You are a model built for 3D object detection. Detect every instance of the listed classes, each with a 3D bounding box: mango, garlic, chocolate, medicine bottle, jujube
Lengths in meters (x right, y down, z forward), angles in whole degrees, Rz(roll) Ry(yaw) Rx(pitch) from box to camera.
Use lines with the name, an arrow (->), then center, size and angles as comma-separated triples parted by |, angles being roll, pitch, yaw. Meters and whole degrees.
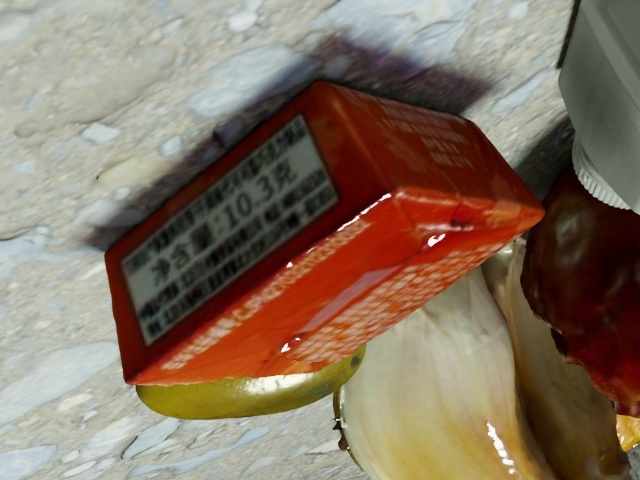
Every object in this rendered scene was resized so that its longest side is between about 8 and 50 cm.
mango -> -0.057, 0.098, 1.173 | 0.195, 0.098, 0.137 | -21, 165, -3
garlic -> 0.160, 0.139, 1.337 | 0.286, 0.313, 0.249 | -32, -175, -16
chocolate -> 0.000, 0.000, 0.973 | 0.237, 0.108, 0.235 | -36, 161, 27
medicine bottle -> 0.232, -0.094, 0.999 | 0.088, 0.132, 0.188 | -26, 163, -7
jujube -> 0.329, 0.031, 1.259 | 0.276, 0.276, 0.377 | -32, 159, 14

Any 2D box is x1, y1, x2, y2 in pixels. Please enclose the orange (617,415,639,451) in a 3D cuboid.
orange -> 0.301, 0.160, 1.672 | 0.219, 0.193, 0.219 | -3, 118, -5

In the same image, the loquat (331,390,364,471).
loquat -> 0.085, 0.179, 1.493 | 0.163, 0.163, 0.137 | -12, 175, -39
